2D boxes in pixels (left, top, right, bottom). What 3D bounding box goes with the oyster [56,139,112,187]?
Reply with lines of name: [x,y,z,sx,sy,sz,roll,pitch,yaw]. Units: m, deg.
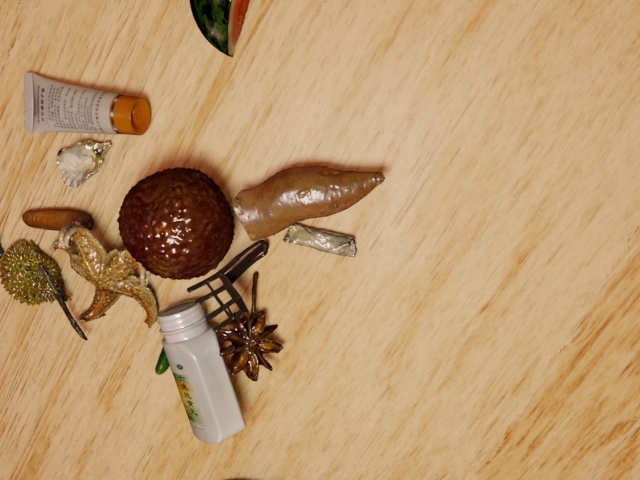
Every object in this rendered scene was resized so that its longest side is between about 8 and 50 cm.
oyster: [-0.573,-0.189,1.406,0.122,0.045,0.146,25,113,0]

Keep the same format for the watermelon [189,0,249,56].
watermelon: [-0.230,-0.499,1.245,0.145,0.137,0.193,24,148,2]

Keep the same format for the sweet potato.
sweet potato: [-0.025,-0.105,1.296,0.337,0.131,0.131,-19,99,13]

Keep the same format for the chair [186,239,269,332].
chair: [-0.180,0.099,1.337,0.212,0.084,0.101,-34,64,-13]

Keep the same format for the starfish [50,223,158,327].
starfish: [-0.527,0.089,1.423,0.312,0.113,0.303,28,133,2]

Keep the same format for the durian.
durian: [-0.715,0.102,1.474,0.208,0.102,0.146,34,101,-4]

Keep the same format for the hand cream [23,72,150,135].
hand cream: [-0.550,-0.294,1.358,0.314,0.089,0.139,12,104,11]

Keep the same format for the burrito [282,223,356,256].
burrito: [0.000,0.000,1.359,0.171,0.042,0.051,14,102,9]

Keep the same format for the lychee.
lychee: [-0.313,-0.030,1.295,0.261,0.260,0.260,2,104,9]

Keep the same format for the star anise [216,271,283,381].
star anise: [-0.153,0.216,1.399,0.177,0.073,0.234,45,62,-24]

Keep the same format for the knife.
knife: [-0.632,0.150,1.455,0.045,0.021,0.222,-4,115,52]

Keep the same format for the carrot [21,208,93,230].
carrot: [-0.643,-0.050,1.446,0.186,0.060,0.060,7,104,11]

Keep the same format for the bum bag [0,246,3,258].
bum bag: [-0.898,-0.004,1.503,0.198,0.049,0.087,22,111,3]

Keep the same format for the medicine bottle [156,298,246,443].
medicine bottle: [-0.289,0.308,1.416,0.124,0.179,0.324,-21,102,-32]

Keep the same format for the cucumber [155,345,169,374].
cucumber: [-0.383,0.279,1.492,0.037,0.037,0.155,24,107,3]
